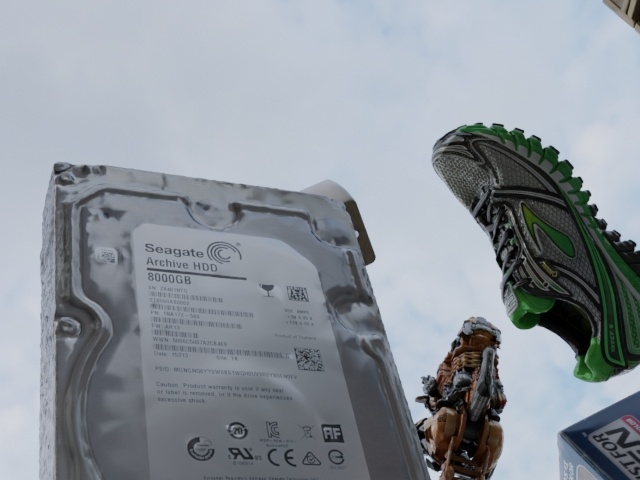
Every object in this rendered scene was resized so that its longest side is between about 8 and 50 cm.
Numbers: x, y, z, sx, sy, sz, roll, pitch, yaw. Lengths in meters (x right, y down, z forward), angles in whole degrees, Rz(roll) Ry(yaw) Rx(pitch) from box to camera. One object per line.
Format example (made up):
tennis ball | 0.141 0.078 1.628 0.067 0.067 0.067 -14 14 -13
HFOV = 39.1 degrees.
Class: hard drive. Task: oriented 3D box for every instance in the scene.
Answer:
hard drive | -0.061 0.091 0.594 0.237 0.338 0.064 7 -47 -22

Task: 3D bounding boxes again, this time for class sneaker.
sneaker | 0.243 0.006 1.007 0.146 0.343 0.134 -35 -19 -19

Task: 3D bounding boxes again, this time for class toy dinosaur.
toy dinosaur | 0.165 0.251 1.146 0.322 0.164 0.218 -48 -14 -38

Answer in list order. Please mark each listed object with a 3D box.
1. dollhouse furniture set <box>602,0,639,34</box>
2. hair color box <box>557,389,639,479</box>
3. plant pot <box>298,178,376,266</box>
dollhouse furniture set | 0.454 -0.328 1.060 0.184 0.129 0.129 -23 -36 -15
hair color box | 0.357 0.165 0.702 0.347 0.105 0.173 -22 -55 -15
plant pot | 0.000 0.000 0.994 0.109 0.096 0.109 -24 -79 -18
